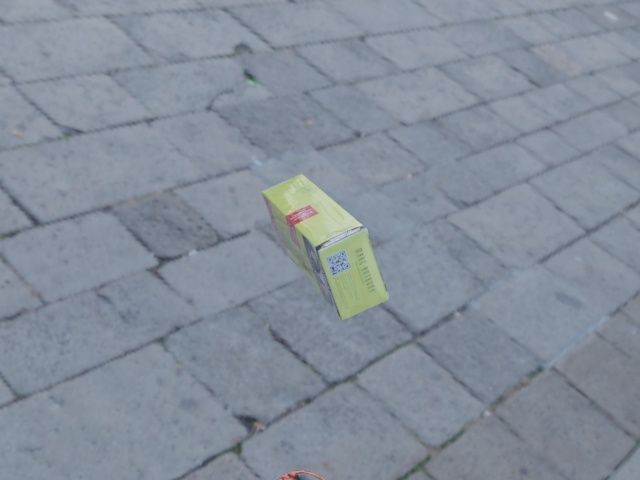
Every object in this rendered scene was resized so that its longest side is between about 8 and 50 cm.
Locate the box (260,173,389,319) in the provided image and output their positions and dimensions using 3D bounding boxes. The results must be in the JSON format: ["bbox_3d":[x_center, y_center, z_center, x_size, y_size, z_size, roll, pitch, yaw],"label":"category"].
[{"bbox_3d":[0.000,0.000,1.080,0.058,0.087,0.232,-23,24,-9],"label":"box"}]

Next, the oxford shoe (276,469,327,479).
[{"bbox_3d":[-0.072,0.323,0.944,0.097,0.098,0.271,37,30,21],"label":"oxford shoe"}]
